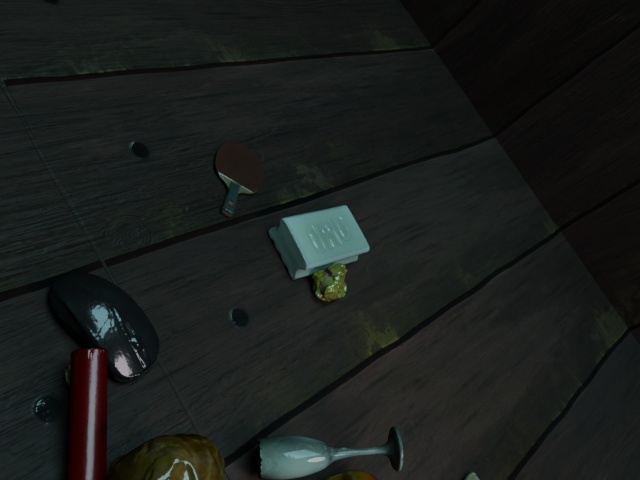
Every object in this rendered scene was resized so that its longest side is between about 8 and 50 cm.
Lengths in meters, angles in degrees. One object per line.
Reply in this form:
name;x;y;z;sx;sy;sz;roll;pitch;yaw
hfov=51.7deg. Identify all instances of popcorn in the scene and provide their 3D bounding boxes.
popcorn;0.029;0.117;1.796;0.097;0.089;0.109;62;37;-44

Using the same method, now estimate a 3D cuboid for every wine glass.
wine glass;0.003;0.485;1.511;0.310;0.264;0.096;-1;75;-11

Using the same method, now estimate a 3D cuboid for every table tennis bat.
table tennis bat;-0.231;-0.171;1.824;0.154;0.021;0.274;29;44;-22

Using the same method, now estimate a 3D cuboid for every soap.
soap;0.000;0.000;1.849;0.266;0.087;0.159;-14;70;-46

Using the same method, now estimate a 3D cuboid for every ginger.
ginger;-0.256;0.479;1.170;0.223;0.200;0.269;-12;87;-41

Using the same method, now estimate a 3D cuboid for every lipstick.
lipstick;-0.427;0.337;1.211;0.073;0.073;0.279;9;67;-37

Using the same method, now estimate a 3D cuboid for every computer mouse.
computer mouse;-0.435;0.165;1.351;0.269;0.086;0.137;48;42;-4

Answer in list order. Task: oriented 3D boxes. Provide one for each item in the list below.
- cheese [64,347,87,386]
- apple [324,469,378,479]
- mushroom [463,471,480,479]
cheese;-0.470;0.259;1.286;0.060;0.041;0.084;50;45;-7
apple;0.079;0.602;1.445;0.195;0.160;0.173;-34;107;-42
mushroom;0.376;0.683;1.714;0.059;0.054;0.202;51;36;-7
